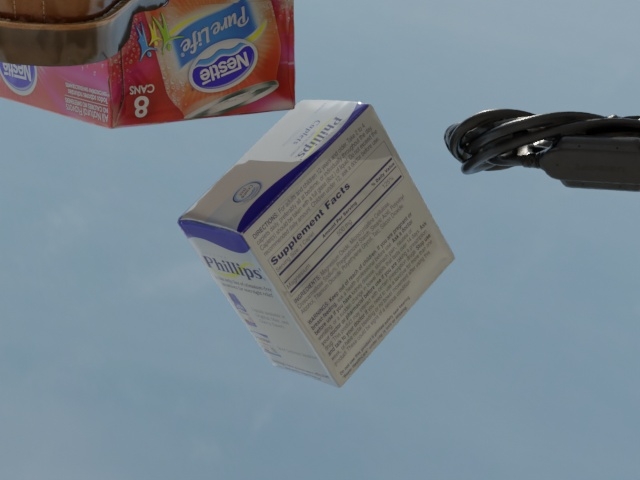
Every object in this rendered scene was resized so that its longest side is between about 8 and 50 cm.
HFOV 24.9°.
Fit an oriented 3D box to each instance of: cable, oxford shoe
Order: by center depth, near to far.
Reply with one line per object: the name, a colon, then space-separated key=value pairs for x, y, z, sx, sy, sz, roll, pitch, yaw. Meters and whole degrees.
oxford shoe: x=-0.103 y=-0.138 z=0.636 sx=0.076 sy=0.212 sz=0.076 roll=2 pitch=-69 yaw=-3
cable: x=0.163 y=-0.061 z=0.869 sx=0.150 sy=0.184 sz=0.047 roll=-18 pitch=-72 yaw=-58

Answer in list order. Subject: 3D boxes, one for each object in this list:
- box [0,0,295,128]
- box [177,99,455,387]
box: x=-0.136 y=-0.149 z=0.918 sx=0.128 sy=0.257 sz=0.123 roll=-10 pitch=-73 yaw=-34
box: x=0.000 y=0.000 z=0.929 sx=0.126 sy=0.072 sz=0.137 roll=-46 pitch=-56 yaw=-24
